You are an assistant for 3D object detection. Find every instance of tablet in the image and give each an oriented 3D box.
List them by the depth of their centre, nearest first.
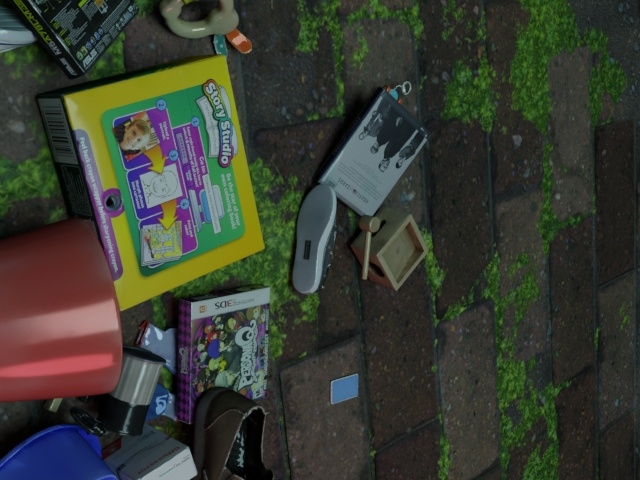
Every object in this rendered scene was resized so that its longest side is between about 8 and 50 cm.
[{"bbox_3d":[0.054,0.332,1.852,0.083,0.006,0.054,-8,102,-42],"label":"tablet"}]

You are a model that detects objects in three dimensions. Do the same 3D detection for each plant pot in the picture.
[{"bbox_3d":[-0.451,0.116,1.207,0.243,0.275,0.275,-10,104,-30],"label":"plant pot"}]

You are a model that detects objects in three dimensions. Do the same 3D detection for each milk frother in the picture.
[{"bbox_3d":[-0.338,0.252,1.375,0.129,0.143,0.135,18,90,-12],"label":"milk frother"}]

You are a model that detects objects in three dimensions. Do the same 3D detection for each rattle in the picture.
[{"bbox_3d":[-0.211,-0.423,1.469,0.130,0.143,0.199,-50,151,16],"label":"rattle"}]

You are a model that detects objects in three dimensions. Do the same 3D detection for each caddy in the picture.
[{"bbox_3d":[-0.463,0.445,1.293,0.341,0.179,0.241,-42,145,-30],"label":"caddy"}]

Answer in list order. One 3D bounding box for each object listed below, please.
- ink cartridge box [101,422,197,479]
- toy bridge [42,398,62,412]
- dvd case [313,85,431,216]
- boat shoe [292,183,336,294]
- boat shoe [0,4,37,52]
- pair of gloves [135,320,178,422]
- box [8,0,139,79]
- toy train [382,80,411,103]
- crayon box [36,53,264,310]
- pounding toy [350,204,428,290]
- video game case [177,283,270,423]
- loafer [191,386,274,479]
[{"bbox_3d":[-0.304,0.390,1.440,0.109,0.150,0.063,-29,115,-35],"label":"ink cartridge box"},{"bbox_3d":[-0.493,0.217,1.323,0.188,0.026,0.063,35,71,-40],"label":"toy bridge"},{"bbox_3d":[0.114,-0.181,1.761,0.179,0.029,0.239,35,91,-40],"label":"dvd case"},{"bbox_3d":[0.000,0.000,1.705,0.076,0.080,0.229,9,88,-60],"label":"boat shoe"},{"bbox_3d":[-0.514,-0.294,1.193,0.226,0.083,0.076,-13,142,-50],"label":"boat shoe"},{"bbox_3d":[-0.295,0.247,1.512,0.159,0.023,0.198,32,75,-39],"label":"pair of gloves"},{"bbox_3d":[-0.384,-0.377,1.270,0.184,0.045,0.191,54,41,-33],"label":"box"},{"bbox_3d":[0.157,-0.265,1.821,0.125,0.046,0.166,-18,112,-40],"label":"toy train"},{"bbox_3d":[-0.275,-0.108,1.414,0.313,0.106,0.363,-25,114,-38],"label":"crayon box"},{"bbox_3d":[0.118,0.009,1.789,0.181,0.094,0.206,-49,134,-19],"label":"pounding toy"},{"bbox_3d":[-0.182,0.211,1.576,0.210,0.041,0.232,-7,103,-50],"label":"video game case"},{"bbox_3d":[-0.157,0.450,1.475,0.133,0.130,0.366,1,85,-50],"label":"loafer"}]
